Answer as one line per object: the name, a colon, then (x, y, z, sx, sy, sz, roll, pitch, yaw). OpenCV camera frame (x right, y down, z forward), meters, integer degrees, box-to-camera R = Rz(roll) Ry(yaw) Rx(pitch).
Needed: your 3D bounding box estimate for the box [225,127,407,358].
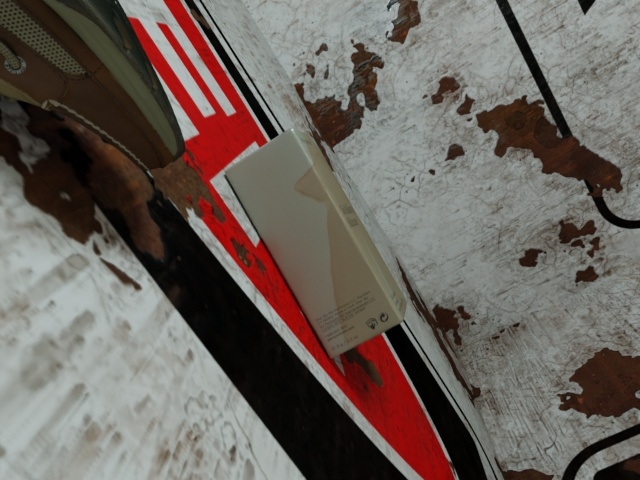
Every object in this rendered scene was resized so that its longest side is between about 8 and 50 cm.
box: (0.000, 0.000, 0.812, 0.311, 0.121, 0.148, 60, 13, 0)

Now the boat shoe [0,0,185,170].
boat shoe: (-0.209, -0.156, 0.343, 0.122, 0.120, 0.324, 60, 2, 38)
